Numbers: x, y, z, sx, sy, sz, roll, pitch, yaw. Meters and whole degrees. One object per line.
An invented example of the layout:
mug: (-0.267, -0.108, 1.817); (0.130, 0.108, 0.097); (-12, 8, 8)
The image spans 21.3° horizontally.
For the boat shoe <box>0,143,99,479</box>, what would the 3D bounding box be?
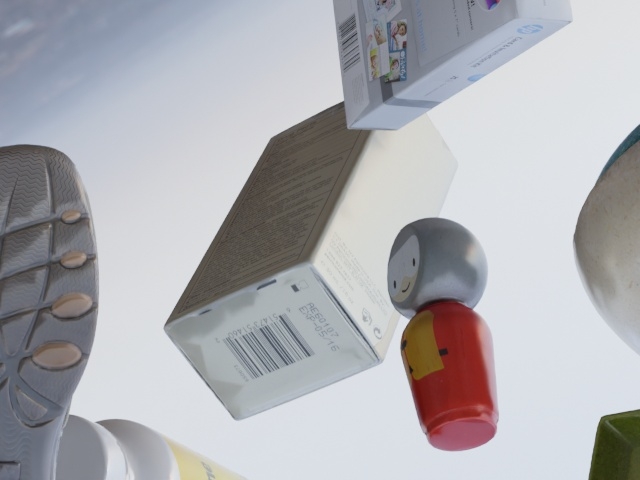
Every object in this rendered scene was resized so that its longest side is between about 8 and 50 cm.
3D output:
boat shoe: (-0.236, 0.099, 1.203); (0.132, 0.355, 0.130); (8, -168, -15)

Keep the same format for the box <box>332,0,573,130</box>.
box: (0.063, -0.156, 0.940); (0.038, 0.145, 0.186); (0, 166, -26)

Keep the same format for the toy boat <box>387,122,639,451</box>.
toy boat: (0.186, 0.011, 0.993); (0.318, 0.267, 0.148); (-20, -126, 19)

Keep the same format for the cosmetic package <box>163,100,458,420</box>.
cosmetic package: (0.000, 0.000, 1.467); (0.160, 0.113, 0.309); (-24, -158, 31)

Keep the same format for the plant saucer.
plant saucer: (0.347, 0.255, 1.695); (0.188, 0.045, 0.188); (-18, -133, 47)

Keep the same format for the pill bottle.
pill bottle: (-0.197, 0.307, 1.876); (0.188, 0.188, 0.334); (-29, 146, 17)
